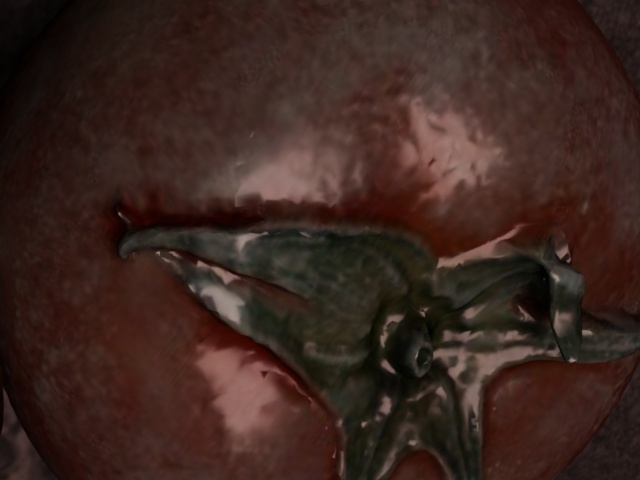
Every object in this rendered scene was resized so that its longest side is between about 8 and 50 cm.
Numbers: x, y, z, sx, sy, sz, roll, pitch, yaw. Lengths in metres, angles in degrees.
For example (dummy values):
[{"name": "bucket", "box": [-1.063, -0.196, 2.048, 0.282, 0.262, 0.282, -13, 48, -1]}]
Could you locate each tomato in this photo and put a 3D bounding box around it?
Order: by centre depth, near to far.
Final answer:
[{"name": "tomato", "box": [0.000, 0.000, 0.552, 0.317, 0.282, 0.316, -10, 115, -21]}]

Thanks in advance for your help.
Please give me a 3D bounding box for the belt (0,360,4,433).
[{"name": "belt", "box": [-0.214, -0.074, 0.453, 0.122, 0.217, 0.338, -12, 98, -22]}]
